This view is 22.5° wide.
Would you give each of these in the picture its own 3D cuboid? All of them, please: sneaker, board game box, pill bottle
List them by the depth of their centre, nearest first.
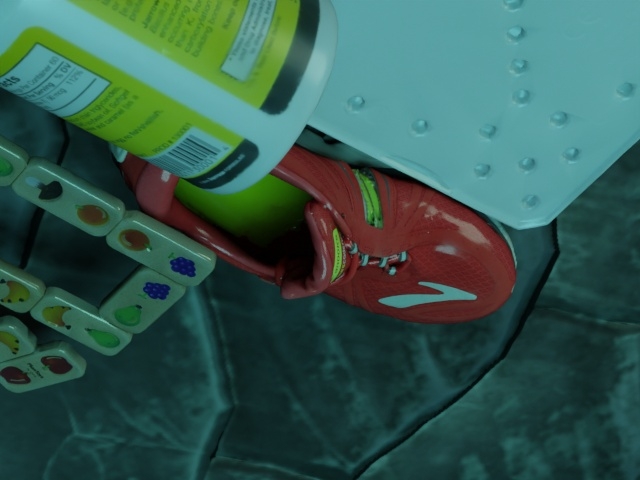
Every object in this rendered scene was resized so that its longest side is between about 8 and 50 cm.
[{"bbox_3d":[-0.106,-0.115,0.767,0.208,0.119,0.119,28,112,-29],"label":"pill bottle"},{"bbox_3d":[0.088,-0.211,0.817,0.390,0.050,0.390,25,125,-27],"label":"board game box"},{"bbox_3d":[0.000,0.000,0.935,0.279,0.118,0.107,22,116,-25],"label":"sneaker"}]

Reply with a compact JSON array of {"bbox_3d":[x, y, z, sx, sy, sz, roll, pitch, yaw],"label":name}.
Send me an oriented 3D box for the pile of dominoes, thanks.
[{"bbox_3d":[-0.212,0.012,0.876,0.251,0.040,0.196,29,135,-20],"label":"pile of dominoes"}]
